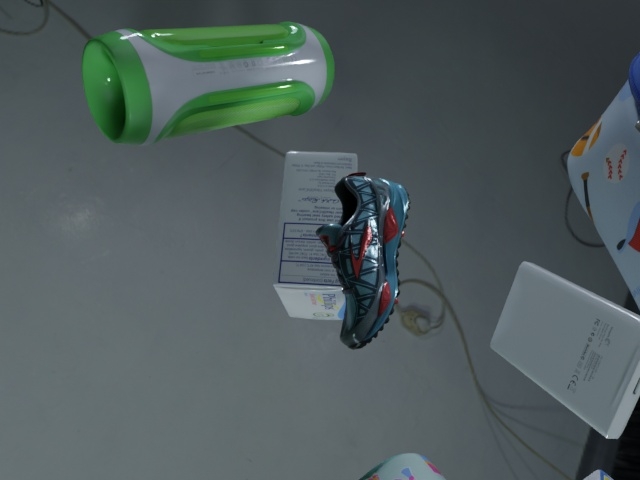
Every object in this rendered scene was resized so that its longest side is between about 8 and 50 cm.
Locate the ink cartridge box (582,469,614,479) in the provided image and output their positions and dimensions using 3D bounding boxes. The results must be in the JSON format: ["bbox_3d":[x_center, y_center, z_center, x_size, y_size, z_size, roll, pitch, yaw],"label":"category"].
[{"bbox_3d":[0.494,0.675,0.982,0.151,0.270,0.395,40,29,11],"label":"ink cartridge box"}]

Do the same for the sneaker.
[{"bbox_3d":[0.043,0.024,0.755,0.125,0.104,0.262,18,67,-18],"label":"sneaker"}]

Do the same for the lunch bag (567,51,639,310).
[{"bbox_3d":[0.305,-0.021,0.281,0.303,0.115,0.243,-6,60,-8],"label":"lunch bag"}]

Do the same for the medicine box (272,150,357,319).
[{"bbox_3d":[0.000,0.000,1.107,0.149,0.263,0.289,3,70,5],"label":"medicine box"}]

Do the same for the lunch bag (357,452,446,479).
[{"bbox_3d":[0.069,0.381,0.542,0.279,0.108,0.224,-36,102,-6],"label":"lunch bag"}]

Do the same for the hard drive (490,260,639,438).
[{"bbox_3d":[0.456,0.186,0.972,0.040,0.307,0.203,11,104,-22],"label":"hard drive"}]

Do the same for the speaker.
[{"bbox_3d":[-0.121,-0.198,0.638,0.296,0.131,0.131,-23,84,-39],"label":"speaker"}]
